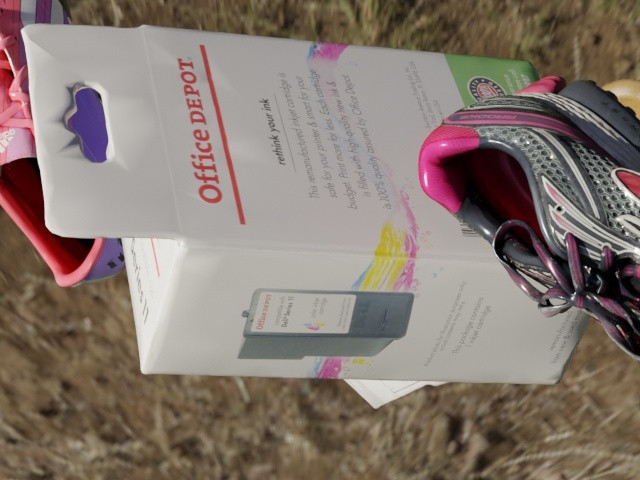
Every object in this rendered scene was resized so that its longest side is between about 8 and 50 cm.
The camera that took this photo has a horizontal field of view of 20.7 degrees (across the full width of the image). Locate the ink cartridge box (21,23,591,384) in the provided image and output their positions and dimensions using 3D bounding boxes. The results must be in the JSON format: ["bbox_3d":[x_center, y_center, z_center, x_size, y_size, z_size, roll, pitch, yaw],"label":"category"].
[{"bbox_3d":[-0.016,-0.023,1.116,0.353,0.119,0.207,4,44,-18],"label":"ink cartridge box"}]

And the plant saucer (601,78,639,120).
[{"bbox_3d":[0.244,-0.086,1.397,0.083,0.015,0.083,6,103,26],"label":"plant saucer"}]

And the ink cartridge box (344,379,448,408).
[{"bbox_3d":[0.000,0.000,1.389,0.296,0.261,0.066,43,70,-5],"label":"ink cartridge box"}]

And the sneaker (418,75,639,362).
[{"bbox_3d":[0.176,0.021,0.963,0.112,0.121,0.299,-16,42,-39],"label":"sneaker"}]

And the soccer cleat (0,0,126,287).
[{"bbox_3d":[-0.228,-0.112,1.299,0.108,0.116,0.318,-25,101,23],"label":"soccer cleat"}]
